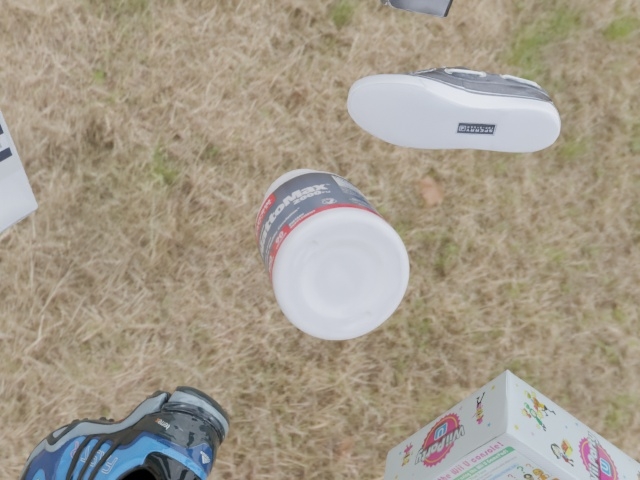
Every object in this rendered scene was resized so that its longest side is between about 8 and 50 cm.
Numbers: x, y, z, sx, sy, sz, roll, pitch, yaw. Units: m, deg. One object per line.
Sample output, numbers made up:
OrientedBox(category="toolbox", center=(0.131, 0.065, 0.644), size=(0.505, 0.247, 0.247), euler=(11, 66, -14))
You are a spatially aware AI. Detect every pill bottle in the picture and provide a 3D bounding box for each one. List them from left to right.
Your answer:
OrientedBox(category="pill bottle", center=(0.000, 0.000, 0.684), size=(0.107, 0.180, 0.108), euler=(-4, 110, -11))

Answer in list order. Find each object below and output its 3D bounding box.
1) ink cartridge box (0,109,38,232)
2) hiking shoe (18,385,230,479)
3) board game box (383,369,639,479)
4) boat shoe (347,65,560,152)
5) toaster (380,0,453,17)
OrientedBox(category="ink cartridge box", center=(-0.355, -0.167, 0.654), size=(0.065, 0.165, 0.333), euler=(-43, 137, -39))
OrientedBox(category="hiking shoe", center=(-0.238, 0.263, 0.866), size=(0.113, 0.304, 0.132), euler=(47, 27, -24))
OrientedBox(category="board game box", center=(0.257, 0.314, 0.943), size=(0.303, 0.224, 0.097), euler=(35, 38, -13))
OrientedBox(category="boat shoe", center=(0.186, -0.199, 1.130), size=(0.301, 0.108, 0.102), euler=(4, 47, -4))
OrientedBox(category="toaster", center=(0.108, -0.382, 0.951), size=(0.110, 0.186, 0.168), euler=(-6, 45, -30))
